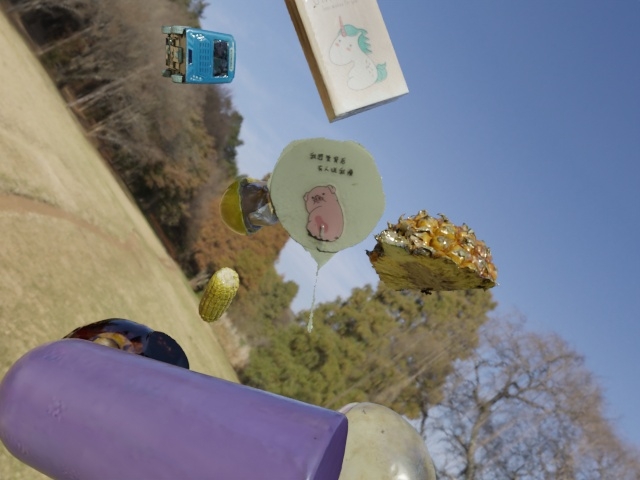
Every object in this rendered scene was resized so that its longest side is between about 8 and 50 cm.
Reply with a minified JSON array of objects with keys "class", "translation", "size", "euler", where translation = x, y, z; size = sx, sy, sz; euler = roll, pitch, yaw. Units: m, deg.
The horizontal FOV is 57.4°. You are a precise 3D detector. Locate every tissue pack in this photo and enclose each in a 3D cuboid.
[{"class":"tissue pack","translation":[0.037,-0.403,1.107],"size":[0.325,0.170,0.071],"euler":[69,-19,-7]}]

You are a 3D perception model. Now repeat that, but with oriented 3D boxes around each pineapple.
[{"class":"pineapple","translation":[0.259,-0.016,1.470],"size":[0.345,0.208,0.286],"euler":[-5,-35,43]}]

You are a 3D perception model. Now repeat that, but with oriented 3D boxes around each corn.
[{"class":"corn","translation":[-0.282,0.152,1.613],"size":[0.081,0.081,0.248],"euler":[54,-34,13]}]

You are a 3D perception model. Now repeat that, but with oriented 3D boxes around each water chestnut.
[{"class":"water chestnut","translation":[-0.434,0.351,1.205],"size":[0.335,0.335,0.346],"euler":[51,-48,24]}]

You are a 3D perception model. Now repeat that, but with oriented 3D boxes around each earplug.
[{"class":"earplug","translation":[-0.205,0.251,0.743],"size":[0.457,0.215,0.215],"euler":[16,-28,16]}]

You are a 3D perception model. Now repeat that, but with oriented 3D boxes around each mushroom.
[{"class":"mushroom","translation":[0.073,0.382,0.942],"size":[0.255,0.184,0.254],"euler":[-5,-95,58]}]

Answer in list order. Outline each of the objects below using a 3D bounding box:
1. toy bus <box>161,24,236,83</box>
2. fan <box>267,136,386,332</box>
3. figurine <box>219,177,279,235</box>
[{"class":"toy bus","translation":[-0.269,-0.403,1.274],"size":[0.246,0.135,0.113],"euler":[-140,-130,-61]},{"class":"fan","translation":[0.000,0.000,0.879],"size":[0.010,0.182,0.309],"euler":[-42,139,-70]},{"class":"figurine","translation":[-0.143,-0.109,1.813],"size":[0.215,0.344,0.187],"euler":[-25,110,-66]}]
